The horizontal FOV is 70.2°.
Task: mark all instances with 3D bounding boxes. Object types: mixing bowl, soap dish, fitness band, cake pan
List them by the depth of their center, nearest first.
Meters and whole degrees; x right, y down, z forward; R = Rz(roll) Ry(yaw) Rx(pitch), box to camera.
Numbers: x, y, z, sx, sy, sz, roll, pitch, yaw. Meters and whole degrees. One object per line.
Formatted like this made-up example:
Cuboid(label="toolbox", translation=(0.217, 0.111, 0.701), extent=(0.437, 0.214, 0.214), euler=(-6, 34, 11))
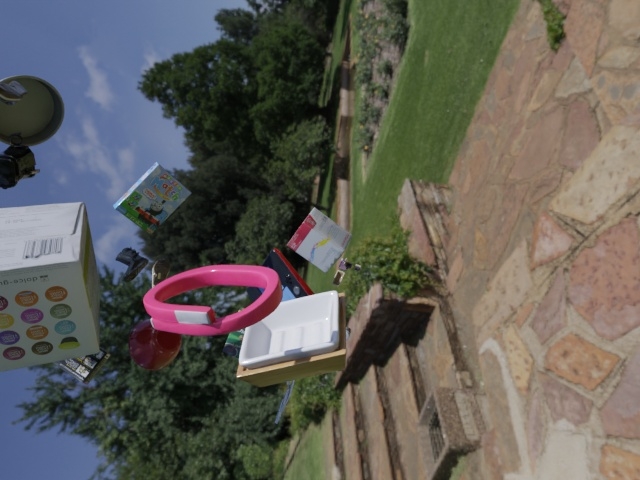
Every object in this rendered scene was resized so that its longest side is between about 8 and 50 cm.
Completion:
Cuboid(label="fitness band", translation=(-0.214, 0.112, 0.914), extent=(0.209, 0.291, 0.054), euler=(-39, -56, -54))
Cuboid(label="soap dish", translation=(-0.063, 0.264, 1.221), extent=(0.229, 0.291, 0.118), euler=(-87, -21, -56))
Cuboid(label="mixing bowl", translation=(-0.542, 0.340, 1.545), extent=(0.098, 0.181, 0.181), euler=(-28, 43, 35))
Cuboid(label="cake pan", translation=(-1.160, -0.509, 1.776), extent=(0.293, 0.054, 0.293), euler=(-42, -27, -27))

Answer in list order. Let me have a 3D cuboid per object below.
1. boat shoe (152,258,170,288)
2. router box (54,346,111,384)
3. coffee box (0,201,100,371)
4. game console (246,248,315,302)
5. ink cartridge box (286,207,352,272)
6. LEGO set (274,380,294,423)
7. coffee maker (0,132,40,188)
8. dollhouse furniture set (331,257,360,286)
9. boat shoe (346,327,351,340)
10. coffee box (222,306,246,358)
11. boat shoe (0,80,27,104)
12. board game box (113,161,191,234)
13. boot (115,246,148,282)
Cuboid(label="boat shoe", translation=(-0.676, 0.157, 1.904), extent=(0.190, 0.068, 0.072), euler=(-98, 28, -53))
Cuboid(label="router box", translation=(-0.910, 0.437, 1.717), extent=(0.133, 0.179, 0.046), euler=(-56, -10, -24))
Cuboid(label="coffee box", translation=(-0.832, 0.125, 1.295), extent=(0.338, 0.338, 0.334), euler=(-126, 35, -50))
Cuboid(label="game console", translation=(-0.188, 0.266, 2.128), extent=(0.060, 0.342, 0.386), euler=(-29, -16, -44))
Cuboid(label="ink cartridge box", translation=(0.000, 0.000, 1.619), extent=(0.127, 0.176, 0.128), euler=(-53, 3, 33))
Cuboid(label="LEGO set", translation=(-0.128, 0.522, 1.690), extent=(0.244, 0.060, 0.182), euler=(-72, 3, -56))
Cuboid(label="coffee maker", translation=(-1.139, -0.291, 1.668), extent=(0.178, 0.120, 0.171), euler=(-126, 17, -67))
Cuboid(label="dollhouse furniture set", translation=(0.097, 0.130, 1.826), extent=(0.114, 0.091, 0.081), euler=(-65, -18, -17))
Cuboid(label="boat shoe", translation=(0.084, 0.411, 1.885), extent=(0.142, 0.049, 0.040), euler=(-52, -2, 36))
Cuboid(label="coffee box", translation=(-0.288, 0.358, 1.729), extent=(0.040, 0.113, 0.184), euler=(-58, -8, -81))
Cuboid(label="boat shoe", translation=(-0.809, -0.376, 1.182), extent=(0.049, 0.056, 0.152), euler=(-44, 25, 6))
Cuboid(label="board game box", translation=(-0.589, -0.146, 1.605), extent=(0.211, 0.160, 0.039), euler=(-47, 40, -4))
Cuboid(label="boot", translation=(-0.690, 0.084, 1.632), extent=(0.121, 0.099, 0.045), euler=(-54, -13, -33))
